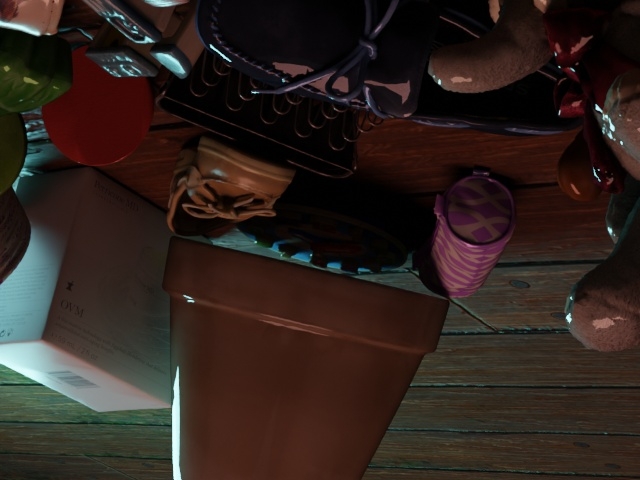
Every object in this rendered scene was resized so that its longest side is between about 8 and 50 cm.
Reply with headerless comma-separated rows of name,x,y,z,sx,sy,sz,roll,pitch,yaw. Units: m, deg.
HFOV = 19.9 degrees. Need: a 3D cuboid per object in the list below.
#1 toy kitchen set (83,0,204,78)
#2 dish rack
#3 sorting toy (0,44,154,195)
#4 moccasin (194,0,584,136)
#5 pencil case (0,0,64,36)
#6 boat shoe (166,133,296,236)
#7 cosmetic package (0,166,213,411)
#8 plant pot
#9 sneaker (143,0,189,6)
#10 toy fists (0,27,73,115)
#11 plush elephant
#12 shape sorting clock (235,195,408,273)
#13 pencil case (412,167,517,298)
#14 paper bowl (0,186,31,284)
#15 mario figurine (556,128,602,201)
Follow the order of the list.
toy kitchen set,-0.215,-0.204,1.588,0.207,0.122,0.166,39,163,-30
dish rack,-0.013,-0.156,1.667,0.208,0.074,0.271,20,159,-19
sorting toy,-0.317,-0.104,1.891,0.365,0.127,0.126,-15,175,18
moccasin,0.071,-0.165,1.503,0.342,0.138,0.117,7,-167,-17
pencil case,-0.375,-0.286,1.362,0.410,0.184,0.160,13,172,-10
boat shoe,-0.099,-0.049,1.897,0.104,0.089,0.285,22,173,-11
cosmetic package,-0.269,0.062,2.187,0.138,0.225,0.224,-8,151,40
plant pot,-0.041,0.164,2.047,0.323,0.280,0.323,12,180,0
sneaker,-0.108,-0.297,1.321,0.180,0.125,0.321,26,146,-21
toy fists,-0.354,-0.213,1.690,0.279,0.096,0.142,35,160,-25
plush elephant,0.208,-0.143,1.339,0.255,0.330,0.272,30,152,21
shape sorting clock,0.000,0.000,2.117,0.206,0.040,0.206,12,160,5
pencil case,0.153,-0.001,1.949,0.088,0.086,0.206,0,160,-4
paper bowl,-0.485,-0.014,2.070,0.284,0.284,0.148,1,126,31
mario figurine,0.351,-0.038,1.595,0.198,0.170,0.320,-15,-173,-35
